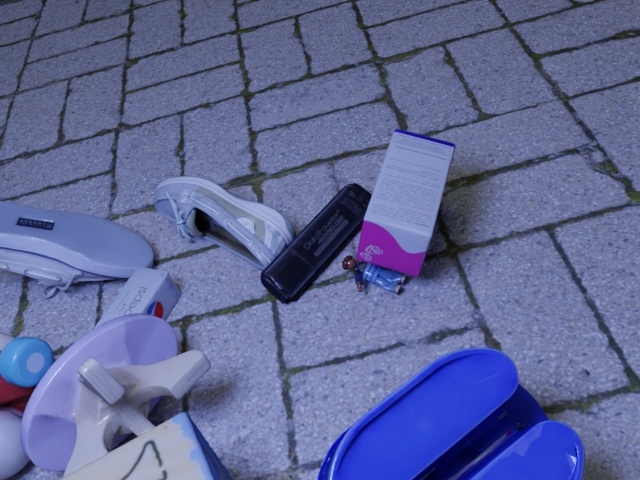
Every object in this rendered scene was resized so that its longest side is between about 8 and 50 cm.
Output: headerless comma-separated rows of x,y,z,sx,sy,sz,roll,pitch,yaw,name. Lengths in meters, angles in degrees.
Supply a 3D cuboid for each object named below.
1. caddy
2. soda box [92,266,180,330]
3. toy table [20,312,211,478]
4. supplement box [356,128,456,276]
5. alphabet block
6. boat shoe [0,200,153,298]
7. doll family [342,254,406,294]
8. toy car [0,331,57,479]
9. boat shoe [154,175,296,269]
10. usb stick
0.154,0.292,0.849,0.341,0.179,0.241,-33,71,-16,caddy
-0.336,0.150,1.200,0.074,0.069,0.216,8,49,24,soda box
-0.291,0.237,0.999,0.161,0.252,0.274,14,64,47,toy table
0.144,-0.066,1.142,0.114,0.111,0.220,15,51,6,supplement box
-0.200,0.372,0.859,0.197,0.193,0.192,-27,44,-10,alphabet block
-0.514,0.039,1.321,0.367,0.156,0.135,11,39,-13,boat shoe
0.115,0.009,1.196,0.111,0.076,0.193,25,51,11,doll family
-0.503,0.275,1.052,0.219,0.210,0.238,0,59,32,toy car
-0.202,-0.033,1.308,0.320,0.118,0.103,21,55,23,boat shoe
0.000,0.000,1.251,0.077,0.045,0.278,40,63,6,usb stick
